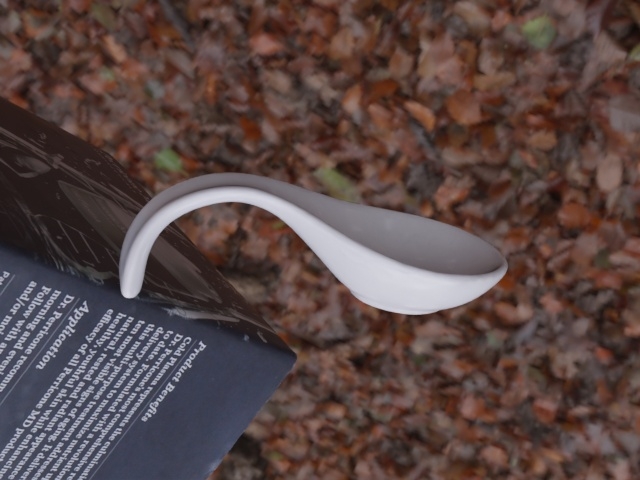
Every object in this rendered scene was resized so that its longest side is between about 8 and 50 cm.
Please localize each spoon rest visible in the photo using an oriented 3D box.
[{"bbox_3d":[0.000,0.000,0.755,0.276,0.137,0.084,2,110,-14],"label":"spoon rest"}]

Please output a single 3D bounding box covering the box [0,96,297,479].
[{"bbox_3d":[-0.366,0.044,1.162,0.480,0.297,0.472,43,-172,37],"label":"box"}]
